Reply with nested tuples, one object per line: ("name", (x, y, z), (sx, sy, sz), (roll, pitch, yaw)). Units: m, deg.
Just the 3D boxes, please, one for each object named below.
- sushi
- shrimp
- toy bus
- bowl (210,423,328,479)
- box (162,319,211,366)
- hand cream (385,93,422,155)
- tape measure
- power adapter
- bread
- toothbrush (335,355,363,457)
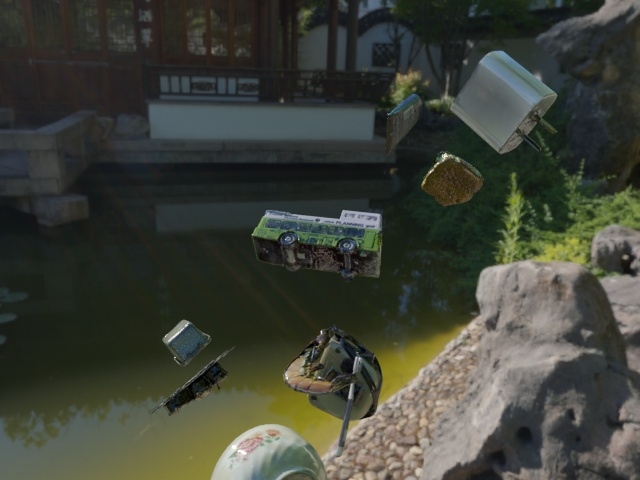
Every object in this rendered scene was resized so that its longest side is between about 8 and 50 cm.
("sushi", (-0.470, 0.578, 2.042), (0.373, 0.100, 0.296), (-38, 0, -27))
("shrimp", (0.019, 0.250, 1.092), (0.148, 0.035, 0.195), (5, 31, 31))
("toy bus", (0.000, 0.000, 1.255), (0.301, 0.113, 0.139), (7, 46, 12))
("bowl", (-0.090, 0.551, 1.147), (0.277, 0.277, 0.145), (-11, -1, -35))
("box", (-0.427, 0.315, 1.664), (0.124, 0.093, 0.172), (-44, 12, -21))
("hand cream", (0.243, -0.356, 1.577), (0.061, 0.120, 0.270), (13, 36, 20))
("tape measure", (0.100, 0.448, 1.742), (0.231, 0.271, 0.133), (21, 1, 12))
("power adapter", (0.486, -0.334, 1.358), (0.124, 0.187, 0.255), (-20, 62, -40))
("bread", (0.348, -0.157, 1.412), (0.140, 0.128, 0.069), (30, 26, -5))
("toothbrush", (0.084, 0.478, 1.522), (0.024, 0.288, 0.026), (17, -7, -34))
